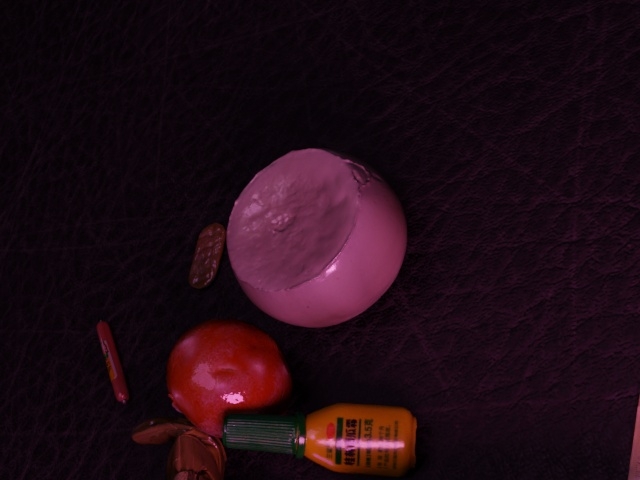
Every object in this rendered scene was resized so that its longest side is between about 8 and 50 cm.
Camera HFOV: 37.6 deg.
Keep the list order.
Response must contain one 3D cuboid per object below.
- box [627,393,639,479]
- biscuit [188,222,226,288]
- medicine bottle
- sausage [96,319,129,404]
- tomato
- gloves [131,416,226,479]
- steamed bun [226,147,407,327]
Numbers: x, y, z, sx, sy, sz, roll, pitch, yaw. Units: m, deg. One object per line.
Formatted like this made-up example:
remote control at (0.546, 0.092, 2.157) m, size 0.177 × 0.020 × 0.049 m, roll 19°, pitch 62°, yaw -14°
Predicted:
box at (0.473, 0.275, 1.307) m, size 0.073 × 0.020 × 0.149 m, roll 2°, pitch 68°, yaw 36°
biscuit at (-0.231, 0.031, 1.924) m, size 0.071 × 0.018 × 0.147 m, roll -3°, pitch 64°, yaw 35°
medicine bottle at (-0.002, 0.312, 1.496) m, size 0.308 × 0.076 × 0.111 m, roll 3°, pitch 86°, yaw 4°
sausage at (-0.428, 0.248, 1.939) m, size 0.029 × 0.029 × 0.223 m, roll -38°, pitch 51°, yaw 13°
tomato at (-0.150, 0.236, 1.625) m, size 0.232 × 0.232 × 0.189 m, roll 39°, pitch 100°, yaw 41°
gloves at (-0.232, 0.385, 1.620) m, size 0.141 × 0.154 × 0.331 m, roll -38°, pitch 23°, yaw 3°
steamed bun at (0.000, 0.000, 1.655) m, size 0.324 × 0.206 × 0.324 m, roll -16°, pitch 61°, yaw 30°
